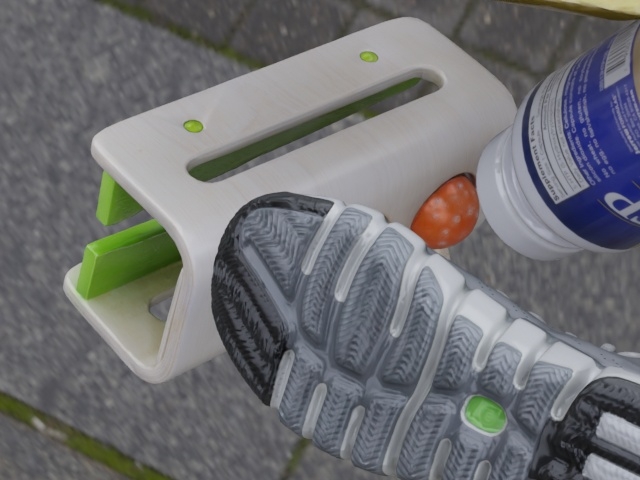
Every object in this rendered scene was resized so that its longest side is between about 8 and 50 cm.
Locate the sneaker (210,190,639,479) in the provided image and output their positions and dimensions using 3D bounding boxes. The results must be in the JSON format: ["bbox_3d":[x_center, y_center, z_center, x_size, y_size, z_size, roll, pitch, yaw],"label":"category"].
[{"bbox_3d":[0.072,0.055,0.713,0.229,0.132,0.086,31,103,30],"label":"sneaker"}]

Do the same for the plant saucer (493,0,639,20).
[{"bbox_3d":[0.066,-0.258,1.036,0.333,0.081,0.332,12,65,18],"label":"plant saucer"}]

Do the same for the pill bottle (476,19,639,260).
[{"bbox_3d":[0.171,-0.055,1.053,0.112,0.187,0.112,11,67,-27],"label":"pill bottle"}]

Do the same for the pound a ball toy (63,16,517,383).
[{"bbox_3d":[0.000,0.000,1.210,0.319,0.208,0.136,-24,56,-38],"label":"pound a ball toy"}]
